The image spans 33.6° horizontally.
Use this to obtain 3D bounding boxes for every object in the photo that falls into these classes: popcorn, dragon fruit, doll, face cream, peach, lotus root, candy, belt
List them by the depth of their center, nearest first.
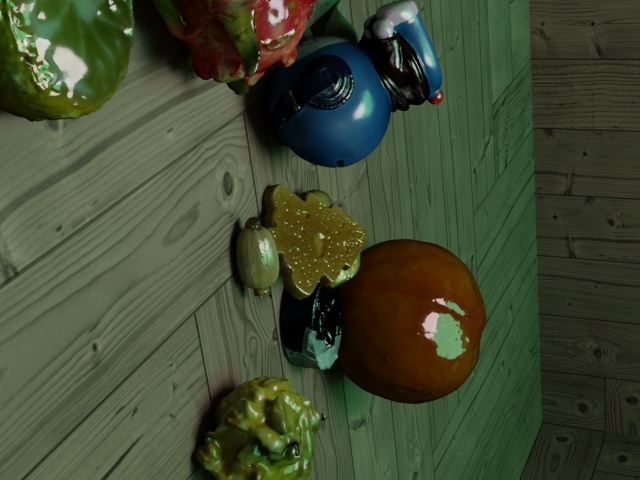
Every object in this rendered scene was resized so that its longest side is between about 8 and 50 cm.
[{"bbox_3d":[-0.319,-0.267,1.225,0.260,0.118,0.260,-1,90,-66],"label":"candy"},{"bbox_3d":[-0.123,-0.351,1.514,0.231,0.237,0.303,-49,153,-21],"label":"dragon fruit"},{"bbox_3d":[-0.094,0.335,1.760,0.189,0.169,0.218,18,74,-65],"label":"popcorn"},{"bbox_3d":[-0.107,0.035,1.798,0.073,0.062,0.150,-14,110,-19],"label":"lotus root"},{"bbox_3d":[0.048,-0.263,1.842,0.240,0.310,0.284,63,-3,8],"label":"doll"},{"bbox_3d":[-0.013,0.156,2.024,0.151,0.078,0.198,-44,135,-59],"label":"belt"},{"bbox_3d":[0.042,-0.398,2.050,0.224,0.070,0.114,-81,163,-66],"label":"face cream"},{"bbox_3d":[0.190,0.164,2.190,0.343,0.301,0.343,7,90,-71],"label":"peach"}]

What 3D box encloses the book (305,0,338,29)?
[{"bbox_3d":[-0.057,-0.473,1.730,0.217,0.021,0.310,-43,142,-15],"label":"book"}]

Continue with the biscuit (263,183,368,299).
[{"bbox_3d":[-0.012,-0.001,1.911,0.238,0.041,0.212,-4,72,-40],"label":"biscuit"}]

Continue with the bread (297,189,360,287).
[{"bbox_3d":[0.000,0.000,1.983,0.149,0.065,0.188,5,69,-30],"label":"bread"}]

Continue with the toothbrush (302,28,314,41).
[{"bbox_3d":[0.034,-0.314,2.088,0.418,0.040,0.042,54,37,-56],"label":"toothbrush"}]
